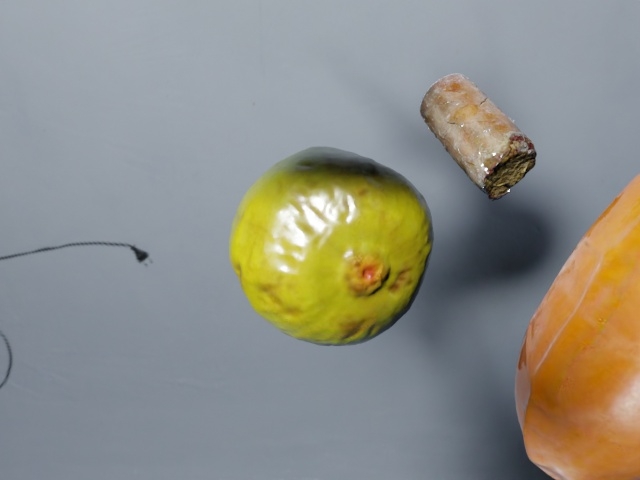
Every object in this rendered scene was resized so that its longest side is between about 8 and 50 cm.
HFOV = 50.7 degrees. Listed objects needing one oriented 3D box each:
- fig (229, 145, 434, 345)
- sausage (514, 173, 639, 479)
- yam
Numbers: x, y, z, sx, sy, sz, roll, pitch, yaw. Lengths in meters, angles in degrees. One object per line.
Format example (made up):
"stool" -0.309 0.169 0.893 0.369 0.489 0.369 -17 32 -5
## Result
"fig" 0.012 0.000 1.110 0.344 0.343 0.343 1 122 1
"sausage" 0.218 0.049 0.447 0.133 0.133 0.258 24 108 -13
"yam" 0.174 -0.118 0.753 0.079 0.141 0.079 -19 142 -16
